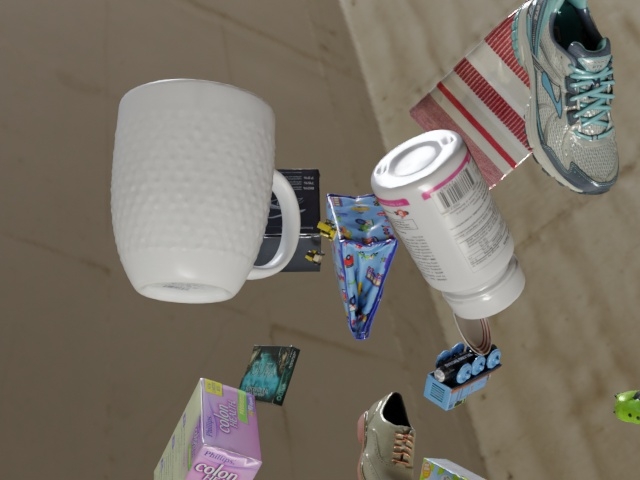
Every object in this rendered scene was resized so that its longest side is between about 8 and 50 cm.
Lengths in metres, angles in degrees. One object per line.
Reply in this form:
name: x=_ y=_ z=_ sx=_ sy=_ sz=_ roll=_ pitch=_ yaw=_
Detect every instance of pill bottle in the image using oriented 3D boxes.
pill bottle: x=0.210 y=-0.020 z=1.478 sx=0.283 sy=0.160 sz=0.160 roll=58 pitch=-159 yaw=-27

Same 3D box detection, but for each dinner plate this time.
dinner plate: x=0.289 y=0.156 z=1.799 sx=0.141 sy=0.017 sz=0.141 roll=33 pitch=-137 yaw=-39

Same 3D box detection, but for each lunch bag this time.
lunch bag: x=0.081 y=0.070 z=2.145 sx=0.138 sy=0.293 sz=0.221 roll=0 pitch=-149 yaw=-8

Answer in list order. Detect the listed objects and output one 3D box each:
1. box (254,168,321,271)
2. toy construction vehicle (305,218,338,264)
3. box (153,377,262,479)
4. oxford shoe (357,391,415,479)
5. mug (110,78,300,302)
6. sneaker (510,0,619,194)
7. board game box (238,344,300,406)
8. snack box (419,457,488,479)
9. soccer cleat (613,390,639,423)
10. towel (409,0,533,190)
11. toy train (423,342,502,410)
box: x=-0.075 y=-0.042 z=1.875 sx=0.153 sy=0.108 sz=0.207 roll=0 pitch=-136 yaw=0
toy construction vehicle: x=0.000 y=0.000 z=1.712 sx=0.035 sy=0.085 sz=0.098 roll=23 pitch=-175 yaw=10
box: x=-0.217 y=0.425 z=1.743 sx=0.117 sy=0.242 sz=0.213 roll=21 pitch=-161 yaw=-16
oxford shoe: x=0.185 y=0.565 z=2.459 sx=0.141 sy=0.146 sz=0.397 roll=21 pitch=-149 yaw=-23
mug: x=-0.185 y=-0.058 z=1.623 sx=0.374 sy=0.276 sz=0.327 roll=16 pitch=-112 yaw=-40
sneaker: x=0.324 y=-0.198 z=1.194 sx=0.110 sy=0.122 sz=0.282 roll=-12 pitch=-101 yaw=-18
board game box: x=-0.113 y=0.286 z=1.986 sx=0.026 sy=0.186 sz=0.126 roll=26 pitch=-107 yaw=-25
snack box: x=0.287 y=0.580 z=1.998 sx=0.070 sy=0.174 sz=0.207 roll=11 pitch=180 yaw=-28
soccer cleat: x=0.518 y=0.238 z=1.384 sx=0.179 sy=0.060 sz=0.072 roll=-13 pitch=-162 yaw=-27
towel: x=0.372 y=-0.284 z=1.856 sx=0.237 sy=0.329 sz=0.037 roll=47 pitch=-157 yaw=-1
toy train: x=0.285 y=0.261 z=1.839 sx=0.184 sy=0.105 sz=0.080 roll=-16 pitch=-143 yaw=-43
